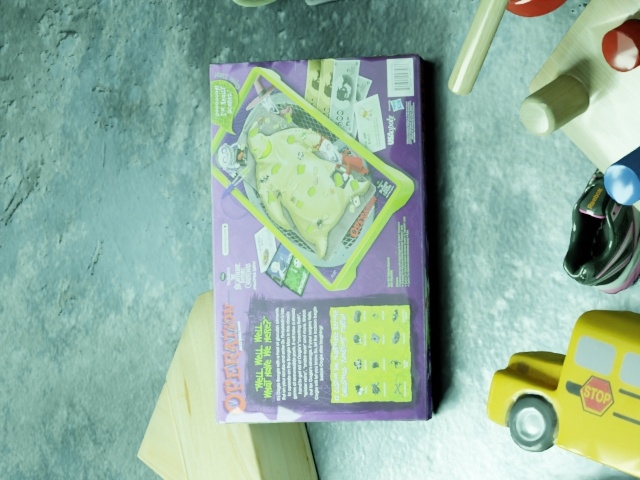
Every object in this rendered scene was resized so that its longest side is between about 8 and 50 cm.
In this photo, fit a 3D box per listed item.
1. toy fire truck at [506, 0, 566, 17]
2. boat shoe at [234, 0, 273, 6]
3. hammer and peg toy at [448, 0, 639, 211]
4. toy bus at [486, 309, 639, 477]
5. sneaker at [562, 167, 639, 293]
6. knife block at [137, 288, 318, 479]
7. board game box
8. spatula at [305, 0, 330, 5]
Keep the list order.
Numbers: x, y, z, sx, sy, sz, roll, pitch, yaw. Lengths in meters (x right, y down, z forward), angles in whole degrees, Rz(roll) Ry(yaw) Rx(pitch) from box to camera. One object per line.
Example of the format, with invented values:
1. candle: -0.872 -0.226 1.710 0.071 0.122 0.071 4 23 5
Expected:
1. toy fire truck: 0.196 -0.359 1.729 0.302 0.169 0.253 -22 59 35
2. boat shoe: -0.057 -0.377 1.927 0.103 0.113 0.302 58 141 38
3. hammer and peg toy: 0.270 -0.145 1.586 0.361 0.127 0.266 47 140 12
4. toy bus: 0.303 0.145 1.648 0.333 0.108 0.130 18 100 39
5. sneaker: 0.258 -0.039 1.713 0.072 0.077 0.178 18 99 38
6. knife block: -0.058 0.215 1.964 0.242 0.088 0.275 32 109 35
7. board game box: 0.000 0.000 1.891 0.208 0.056 0.346 -1 87 8
8. spatula: 0.074 -0.314 1.917 0.242 0.019 0.168 -6 90 41
